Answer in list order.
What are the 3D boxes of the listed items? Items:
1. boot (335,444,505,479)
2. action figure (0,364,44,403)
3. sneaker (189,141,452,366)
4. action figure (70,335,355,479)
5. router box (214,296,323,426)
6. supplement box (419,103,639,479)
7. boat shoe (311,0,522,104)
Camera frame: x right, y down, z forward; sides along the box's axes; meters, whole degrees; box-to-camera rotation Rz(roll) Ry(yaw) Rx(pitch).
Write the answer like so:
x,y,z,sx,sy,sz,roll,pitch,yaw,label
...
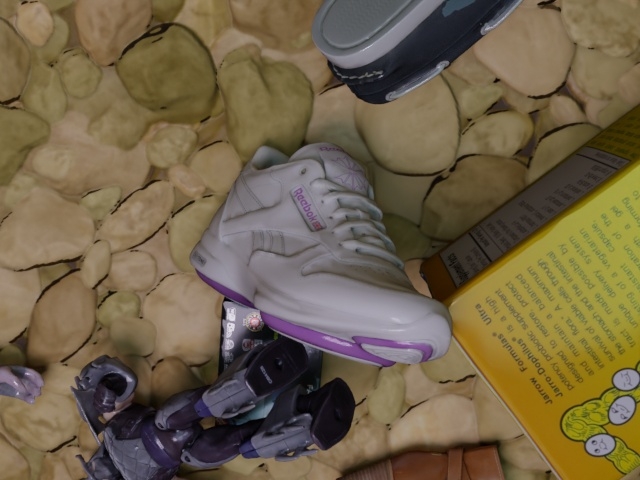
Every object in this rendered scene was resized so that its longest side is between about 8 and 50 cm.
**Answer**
x,y,z,sx,sy,sz,roll,pitch,yaw,label
0.107,0.283,1.031,0.152,0.073,0.197,-13,101,-1,boot
-0.431,0.112,0.994,0.275,0.248,0.370,26,85,40,action figure
0.000,0.000,0.890,0.114,0.305,0.152,24,91,-37,sneaker
-0.115,0.162,0.966,0.285,0.099,0.185,-26,109,35,action figure
-0.044,0.112,1.023,0.092,0.038,0.122,4,99,0,router box
0.280,0.008,0.922,0.356,0.194,0.195,-37,96,7,supplement box
0.130,-0.231,0.944,0.302,0.091,0.114,-34,52,7,boat shoe
